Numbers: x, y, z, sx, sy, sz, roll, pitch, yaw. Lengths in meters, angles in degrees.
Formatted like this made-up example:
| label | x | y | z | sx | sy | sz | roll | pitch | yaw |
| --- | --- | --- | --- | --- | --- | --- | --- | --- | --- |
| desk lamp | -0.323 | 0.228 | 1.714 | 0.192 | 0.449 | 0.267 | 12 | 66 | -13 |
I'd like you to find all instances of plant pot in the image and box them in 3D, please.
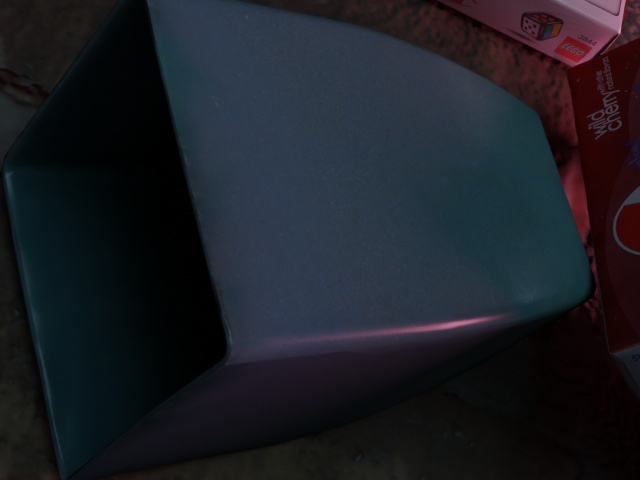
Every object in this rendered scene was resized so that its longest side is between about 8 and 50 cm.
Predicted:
| label | x | y | z | sx | sy | sz | roll | pitch | yaw |
| --- | --- | --- | --- | --- | --- | --- | --- | --- | --- |
| plant pot | 0.000 | 0.000 | 0.650 | 0.234 | 0.165 | 0.166 | -1 | 66 | -35 |

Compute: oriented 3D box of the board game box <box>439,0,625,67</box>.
| label | x | y | z | sx | sy | sz | roll | pitch | yaw |
| --- | --- | --- | --- | --- | --- | --- | --- | --- | --- |
| board game box | 0.059 | -0.251 | 0.861 | 0.305 | 0.053 | 0.193 | 24 | 58 | -12 |

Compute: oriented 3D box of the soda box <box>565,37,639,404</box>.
| label | x | y | z | sx | sy | sz | roll | pitch | yaw |
| --- | --- | --- | --- | --- | --- | --- | --- | --- | --- |
| soda box | 0.191 | -0.012 | 0.710 | 0.083 | 0.092 | 0.263 | 55 | 24 | -28 |
